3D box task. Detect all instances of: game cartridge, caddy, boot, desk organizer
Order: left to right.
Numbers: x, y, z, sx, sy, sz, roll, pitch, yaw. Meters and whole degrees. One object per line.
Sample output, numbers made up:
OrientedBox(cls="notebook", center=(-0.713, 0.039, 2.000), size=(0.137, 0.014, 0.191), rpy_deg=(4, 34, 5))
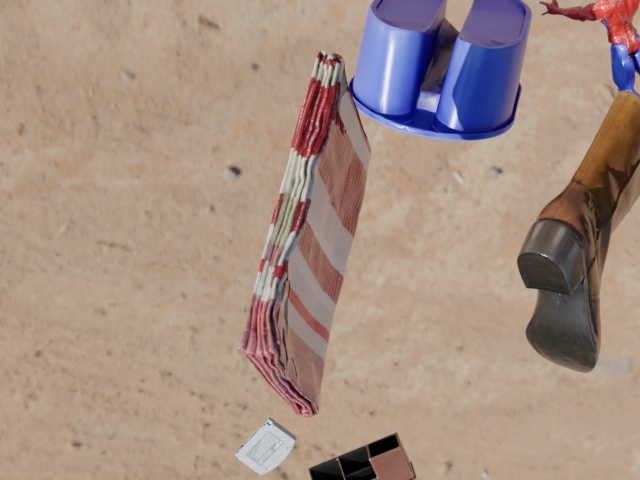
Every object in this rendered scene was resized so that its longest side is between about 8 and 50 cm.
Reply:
OrientedBox(cls="game cartridge", center=(-0.072, 0.283, 1.432), size=(0.056, 0.017, 0.083), rpy_deg=(40, 116, -5))
OrientedBox(cls="desk organizer", center=(0.052, 0.299, 1.345), size=(0.130, 0.047, 0.050), rpy_deg=(-23, 105, 4))
OrientedBox(cls="caddy", center=(0.175, -0.251, 1.516), size=(0.241, 0.341, 0.179), rpy_deg=(15, 121, 8))
OrientedBox(cls="boot", center=(0.342, -0.004, 1.309), size=(0.096, 0.280, 0.264), rpy_deg=(9, 141, 39))

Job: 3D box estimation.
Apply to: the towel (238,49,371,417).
OrientedBox(cls="towel", center=(0.000, 0.000, 1.094), size=(0.037, 0.329, 0.237), rpy_deg=(8, 159, 15))

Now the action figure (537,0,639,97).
OrientedBox(cls="action figure", center=(0.403, -0.267, 1.465), size=(0.091, 0.139, 0.280), rpy_deg=(-32, 119, -17))
